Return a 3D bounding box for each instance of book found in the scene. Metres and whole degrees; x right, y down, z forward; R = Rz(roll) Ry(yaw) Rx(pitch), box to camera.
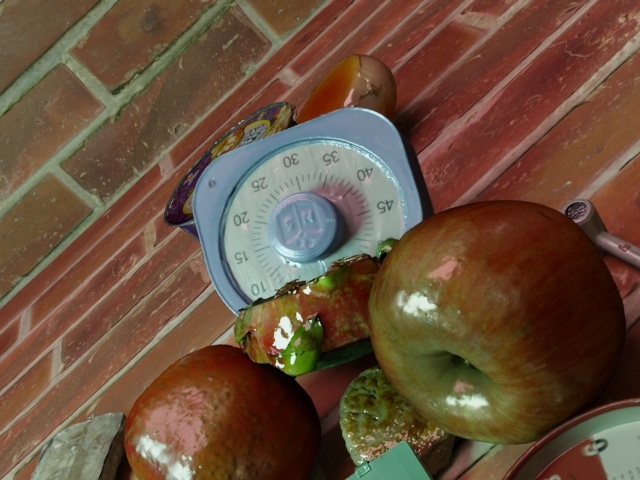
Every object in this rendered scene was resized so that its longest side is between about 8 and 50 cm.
[{"bbox_3d":[0.078,0.319,1.100,0.135,0.103,0.017,-38,-19,13],"label":"book"}]

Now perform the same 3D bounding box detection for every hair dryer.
[{"bbox_3d":[0.379,0.002,1.167,0.047,0.082,0.137,-45,40,-5],"label":"hair dryer"}]

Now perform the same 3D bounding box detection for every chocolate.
[{"bbox_3d":[-0.454,0.463,1.669,0.185,0.100,0.303,-21,34,22],"label":"chocolate"}]

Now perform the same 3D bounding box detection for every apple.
[{"bbox_3d":[0.208,0.082,1.046,0.301,0.301,0.301,-35,26,19],"label":"apple"}]

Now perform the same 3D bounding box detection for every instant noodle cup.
[{"bbox_3d":[-0.098,-0.067,1.775,0.340,0.266,0.340,-36,24,19],"label":"instant noodle cup"}]

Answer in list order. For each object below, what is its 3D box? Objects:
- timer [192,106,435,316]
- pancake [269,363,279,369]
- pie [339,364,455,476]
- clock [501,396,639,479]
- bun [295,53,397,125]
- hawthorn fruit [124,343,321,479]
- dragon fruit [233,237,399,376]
[{"bbox_3d":[0.000,0.000,1.430,0.395,0.395,0.173,-41,-17,7],"label":"timer"},{"bbox_3d":[-0.081,0.208,1.602,0.184,0.020,0.190,-40,24,11],"label":"pancake"},{"bbox_3d":[0.108,0.239,1.186,0.163,0.079,0.193,-26,36,13],"label":"pie"},{"bbox_3d":[0.290,0.282,0.836,0.318,0.080,0.318,-32,24,16],"label":"clock"},{"bbox_3d":[0.068,-0.254,1.947,0.299,0.165,0.299,-48,23,28],"label":"bun"},{"bbox_3d":[-0.129,0.280,1.276,0.300,0.275,0.275,-42,20,-33],"label":"hawthorn fruit"},{"bbox_3d":[0.013,0.097,1.217,0.295,0.130,0.268,-25,-5,40],"label":"dragon fruit"}]
